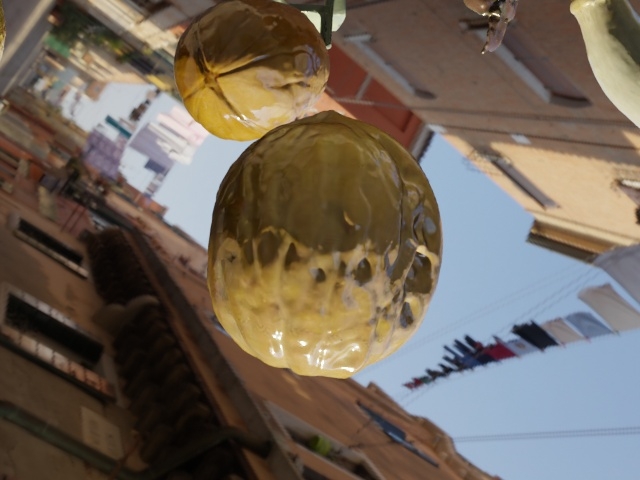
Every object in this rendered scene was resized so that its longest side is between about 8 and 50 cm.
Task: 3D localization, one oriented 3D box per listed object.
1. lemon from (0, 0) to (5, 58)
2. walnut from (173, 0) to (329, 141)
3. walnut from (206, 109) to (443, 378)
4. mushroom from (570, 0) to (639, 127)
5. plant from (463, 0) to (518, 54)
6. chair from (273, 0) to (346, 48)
[{"bbox_3d":[-0.547,-0.283,0.952,0.293,0.293,0.293,-42,-154,26],"label":"lemon"},{"bbox_3d":[-0.077,-0.196,0.860,0.167,0.167,0.207,-43,177,24],"label":"walnut"},{"bbox_3d":[0.000,0.000,0.608,0.213,0.213,0.213,-42,-154,26],"label":"walnut"},{"bbox_3d":[0.356,-0.158,0.740,0.118,0.270,0.103,-59,174,18],"label":"mushroom"},{"bbox_3d":[0.281,-0.443,1.125,0.178,0.204,0.234,-24,161,-46],"label":"plant"},{"bbox_3d":[-0.052,-0.398,1.324,0.203,0.190,0.275,-158,-114,-84],"label":"chair"}]
